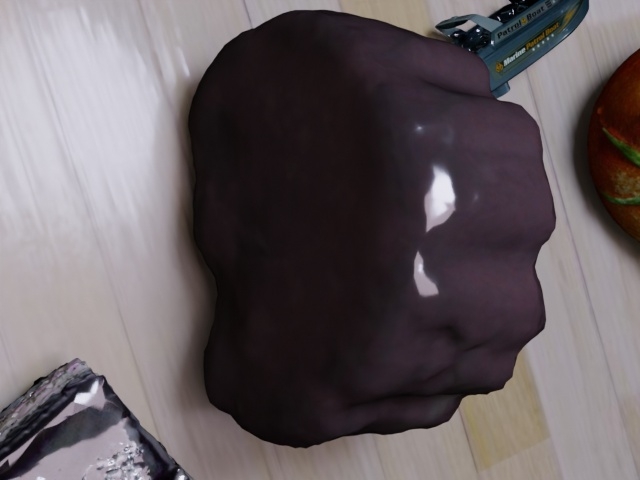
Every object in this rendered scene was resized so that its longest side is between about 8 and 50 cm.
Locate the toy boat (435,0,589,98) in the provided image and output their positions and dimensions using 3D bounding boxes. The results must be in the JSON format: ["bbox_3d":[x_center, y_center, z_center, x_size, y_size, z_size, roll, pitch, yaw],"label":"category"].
[{"bbox_3d":[0.224,-0.241,1.123,0.246,0.093,0.103,-37,110,-23],"label":"toy boat"}]

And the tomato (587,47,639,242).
[{"bbox_3d":[0.471,-0.120,1.156,0.303,0.303,0.239,49,53,-16],"label":"tomato"}]

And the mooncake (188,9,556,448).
[{"bbox_3d":[0.036,-0.007,0.889,0.212,0.351,0.381,2,97,-33],"label":"mooncake"}]

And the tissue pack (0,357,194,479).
[{"bbox_3d":[-0.254,0.289,0.841,0.332,0.123,0.245,-40,110,-19],"label":"tissue pack"}]
